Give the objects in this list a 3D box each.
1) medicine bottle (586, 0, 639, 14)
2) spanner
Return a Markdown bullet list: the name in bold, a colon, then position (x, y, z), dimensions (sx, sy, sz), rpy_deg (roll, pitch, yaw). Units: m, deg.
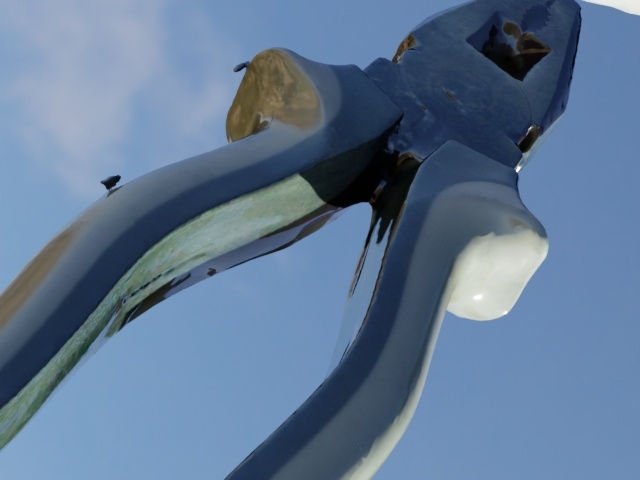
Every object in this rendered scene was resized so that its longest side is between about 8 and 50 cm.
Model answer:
- **medicine bottle**: position (0.297, -0.226, 1.129), dimensions (0.219, 0.388, 0.219), rpy_deg (-14, -106, 56)
- **spanner**: position (0.000, 0.000, 0.455), dimensions (0.096, 0.325, 0.040), rpy_deg (35, -51, 8)
